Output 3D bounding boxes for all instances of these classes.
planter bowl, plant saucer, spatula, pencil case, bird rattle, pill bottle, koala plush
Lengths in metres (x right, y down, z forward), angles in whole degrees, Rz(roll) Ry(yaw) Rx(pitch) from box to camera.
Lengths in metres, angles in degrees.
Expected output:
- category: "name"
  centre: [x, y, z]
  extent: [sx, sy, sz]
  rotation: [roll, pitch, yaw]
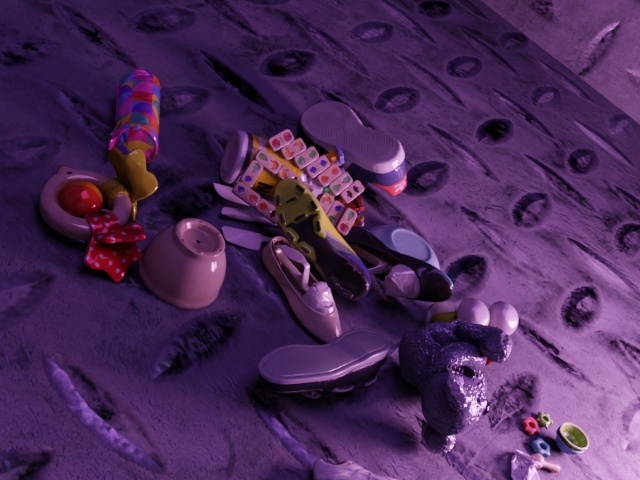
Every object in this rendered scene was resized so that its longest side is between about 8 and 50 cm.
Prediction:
- category: "planter bowl"
  centre: [-0.238, 0.029, 1.754]
  extent: [0.162, 0.109, 0.162]
  rotation: [22, 35, -17]
- category: "plant saucer"
  centre: [0.197, 0.023, 2.175]
  extent: [0.194, 0.037, 0.195]
  rotation: [21, 37, -17]
- category: "spatula"
  centre: [-0.107, -0.035, 2.022]
  extent: [0.242, 0.019, 0.168]
  rotation: [14, 38, -32]
- category: "pencil case"
  centre: [-0.383, -0.259, 1.999]
  extent: [0.104, 0.104, 0.236]
  rotation: [18, 36, -21]
- category: "bird rattle"
  centre: [-0.407, -0.048, 1.743]
  extent: [0.206, 0.143, 0.254]
  rotation: [15, 50, -6]
- category: "pill bottle"
  centre: [-0.101, -0.153, 2.075]
  extent: [0.208, 0.119, 0.119]
  rotation: [16, 38, -23]
- category: "koala plush"
  centre: [0.238, 0.275, 1.788]
  extent: [0.203, 0.196, 0.221]
  rotation: [17, 37, -4]

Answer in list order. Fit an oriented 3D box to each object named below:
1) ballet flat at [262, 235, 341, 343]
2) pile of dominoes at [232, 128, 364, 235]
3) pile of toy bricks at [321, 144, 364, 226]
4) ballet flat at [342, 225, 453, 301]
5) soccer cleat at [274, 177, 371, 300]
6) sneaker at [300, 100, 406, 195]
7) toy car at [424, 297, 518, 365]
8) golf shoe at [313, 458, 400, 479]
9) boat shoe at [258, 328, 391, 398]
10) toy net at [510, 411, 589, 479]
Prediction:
- category: "ballet flat"
  centre: [-0.031, 0.089, 1.872]
  extent: [0.086, 0.086, 0.248]
  rotation: [-12, 55, -46]
- category: "pile of dominoes"
  centre: [-0.033, -0.109, 2.010]
  extent: [0.251, 0.040, 0.196]
  rotation: [36, 68, -17]
- category: "pile of toy bricks"
  centre: [0.022, -0.113, 2.160]
  extent: [0.105, 0.118, 0.212]
  rotation: [-17, 62, -5]
- category: "ballet flat"
  centre: [0.141, 0.065, 2.014]
  extent: [0.280, 0.095, 0.096]
  rotation: [29, 41, 29]
- category: "soccer cleat"
  centre: [-0.001, 0.001, 1.955]
  extent: [0.289, 0.093, 0.121]
  rotation: [54, 4, -3]
- category: "sneaker"
  centre: [0.079, -0.213, 2.313]
  extent: [0.131, 0.148, 0.350]
  rotation: [-36, 45, -12]
- category: "toy car"
  centre: [0.310, 0.194, 1.991]
  extent: [0.182, 0.159, 0.136]
  rotation: [8, 79, -33]
- category: "golf shoe"
  centre: [0.068, 0.396, 1.598]
  extent: [0.176, 0.069, 0.086]
  rotation: [14, 33, -28]
- category: "boat shoe"
  centre: [0.008, 0.237, 1.715]
  extent: [0.302, 0.091, 0.114]
  rotation: [-6, 31, -40]
- category: "toy net"
  centre: [0.435, 0.405, 1.897]
  extent: [0.122, 0.045, 0.232]
  rotation: [48, 37, 19]
